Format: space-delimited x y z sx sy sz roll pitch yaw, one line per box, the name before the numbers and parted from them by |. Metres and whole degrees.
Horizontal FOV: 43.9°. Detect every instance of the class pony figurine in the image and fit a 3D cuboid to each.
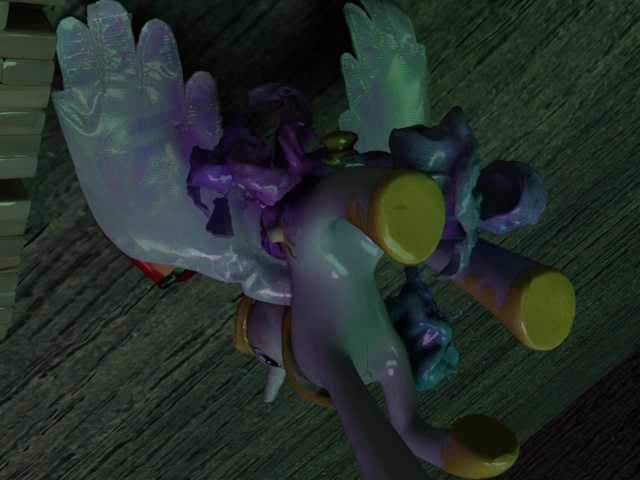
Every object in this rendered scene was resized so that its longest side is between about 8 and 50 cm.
pony figurine | 0.000 0.000 0.548 0.303 0.363 0.350 -11 105 -23

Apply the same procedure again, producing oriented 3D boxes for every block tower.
block tower | -0.232 -0.064 0.492 0.097 0.091 0.335 -6 136 -38

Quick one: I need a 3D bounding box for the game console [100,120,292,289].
game console | -0.107 -0.031 0.719 0.144 0.085 0.124 -40 116 4
